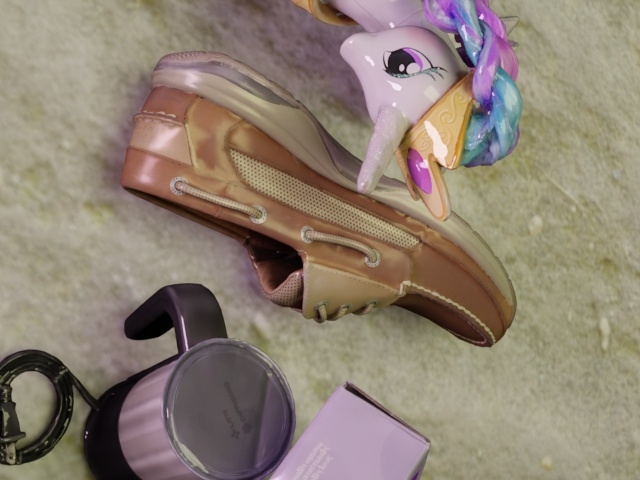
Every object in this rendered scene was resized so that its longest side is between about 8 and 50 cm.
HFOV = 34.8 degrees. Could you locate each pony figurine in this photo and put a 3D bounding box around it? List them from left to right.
[{"bbox_3d":[0.062,-0.207,0.689,0.351,0.303,0.363,-27,79,-41],"label":"pony figurine"}]

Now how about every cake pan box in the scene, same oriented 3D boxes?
[{"bbox_3d":[-0.037,0.234,0.594,0.070,0.267,0.246,30,60,15],"label":"cake pan box"}]

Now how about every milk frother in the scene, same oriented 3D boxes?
[{"bbox_3d":[-0.115,0.104,0.605,0.143,0.134,0.129,-24,86,-36],"label":"milk frother"}]

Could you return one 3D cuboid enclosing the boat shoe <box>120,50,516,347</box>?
[{"bbox_3d":[0.000,0.000,0.717,0.324,0.123,0.116,33,75,-22],"label":"boat shoe"}]
